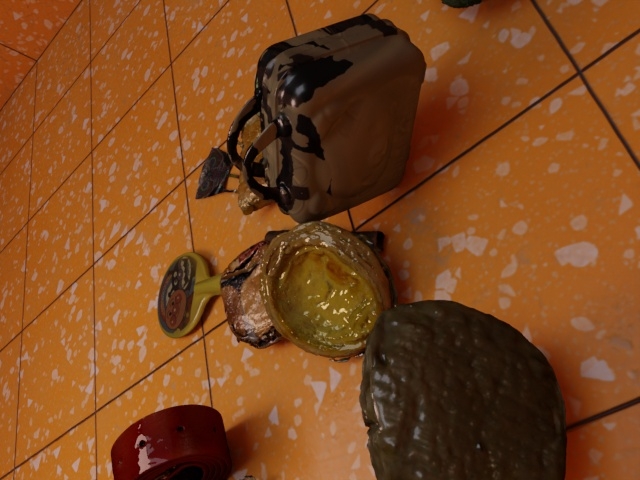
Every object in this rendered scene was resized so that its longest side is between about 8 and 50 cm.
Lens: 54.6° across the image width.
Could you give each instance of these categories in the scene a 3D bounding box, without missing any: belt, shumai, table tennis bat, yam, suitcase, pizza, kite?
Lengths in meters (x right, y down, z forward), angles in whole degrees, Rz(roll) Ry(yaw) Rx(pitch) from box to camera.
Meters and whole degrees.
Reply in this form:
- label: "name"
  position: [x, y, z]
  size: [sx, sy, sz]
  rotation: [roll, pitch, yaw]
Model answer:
- label: "belt"
  position: [-0.309, 0.461, 1.278]
  size: [0.323, 0.228, 0.115]
  rotation: [-57, 40, 40]
- label: "shumai"
  position: [0.164, 0.268, 0.881]
  size: [0.288, 0.292, 0.329]
  rotation: [129, 145, -61]
- label: "table tennis bat"
  position: [-0.309, 0.127, 1.538]
  size: [0.369, 0.054, 0.224]
  rotation: [-14, 65, 45]
- label: "yam"
  position: [0.000, 0.000, 1.289]
  size: [0.327, 0.045, 0.045]
  rotation: [2, 106, 46]
- label: "suitcase"
  position: [0.008, -0.185, 1.083]
  size: [0.194, 0.339, 0.351]
  rotation: [52, 155, 33]
- label: "pizza"
  position: [-0.111, -0.235, 1.475]
  size: [0.280, 0.075, 0.287]
  rotation: [-38, 51, 22]
- label: "kite"
  position: [-0.240, -0.172, 1.615]
  size: [0.286, 0.015, 0.152]
  rotation: [10, 81, 46]

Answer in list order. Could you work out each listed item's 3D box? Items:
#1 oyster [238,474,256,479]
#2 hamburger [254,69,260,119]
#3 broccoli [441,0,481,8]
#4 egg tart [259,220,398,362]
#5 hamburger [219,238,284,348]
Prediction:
- label: "oyster"
  position: [-0.180, 0.598, 1.207]
  size: [0.166, 0.094, 0.294]
  rotation: [36, 91, 28]
- label: "hamburger"
  position: [-0.034, -0.345, 1.380]
  size: [0.214, 0.125, 0.235]
  rotation: [0, 46, 9]
- label: "broccoli"
  position: [0.273, -0.569, 1.132]
  size: [0.270, 0.270, 0.270]
  rotation: [-41, 41, -15]
- label: "egg tart"
  position: [0.017, 0.090, 1.152]
  size: [0.279, 0.095, 0.278]
  rotation: [8, 111, 23]
- label: "hamburger"
  position: [-0.116, 0.114, 1.313]
  size: [0.231, 0.107, 0.230]
  rotation: [-15, 65, 36]
